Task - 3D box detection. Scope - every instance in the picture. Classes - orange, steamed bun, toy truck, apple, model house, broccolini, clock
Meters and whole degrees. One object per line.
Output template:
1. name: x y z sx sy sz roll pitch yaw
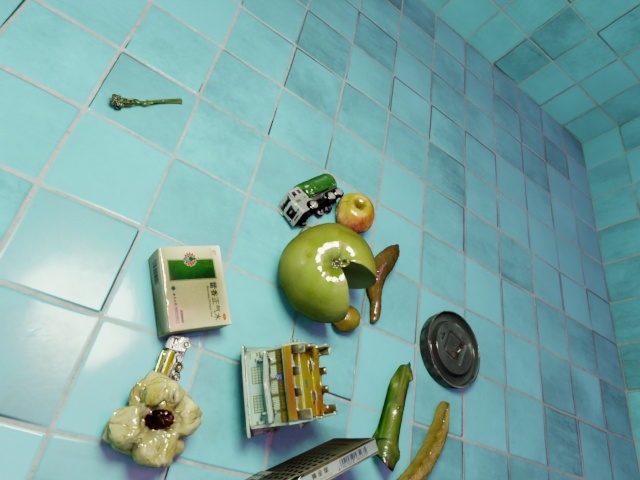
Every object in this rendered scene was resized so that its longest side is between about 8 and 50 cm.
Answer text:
1. orange: 0.083 0.244 1.406 0.095 0.085 0.085 3 68 -34
2. steamed bun: -0.351 0.401 0.970 0.177 0.106 0.192 -46 109 -23
3. toy truck: -0.026 -0.143 1.486 0.125 0.101 0.242 50 45 9
4. apple: 0.024 0.091 1.301 0.291 0.254 0.292 4 71 -12
5. toy truck: -0.359 0.289 1.074 0.062 0.052 0.123 22 59 -20
6. model house: -0.091 0.367 1.133 0.198 0.215 0.224 31 48 -62
7. apple: 0.119 -0.090 1.562 0.146 0.146 0.147 16 61 -31
8. broccolini: -0.494 -0.398 1.292 0.218 0.042 0.044 -16 81 -42
9. clock: 0.475 0.399 1.647 0.280 0.055 0.281 15 62 -31

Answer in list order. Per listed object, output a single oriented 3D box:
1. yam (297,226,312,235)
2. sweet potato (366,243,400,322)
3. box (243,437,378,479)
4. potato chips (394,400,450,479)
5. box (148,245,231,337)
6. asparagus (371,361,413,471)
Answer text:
1. yam: 0.000 0.000 1.465 0.146 0.069 0.070 17 61 -29
2. sweet potato: 0.214 0.118 1.565 0.108 0.079 0.346 44 52 -28
3. box: -0.030 0.565 1.109 0.324 0.180 0.047 -6 74 -39
4. potato chips: 0.328 0.669 1.413 0.407 0.057 0.080 -36 97 -41
5. box: -0.331 0.126 1.142 0.168 0.095 0.212 0 71 -40
6. asparagus: 0.224 0.530 1.384 0.082 0.085 0.343 29 49 -9
